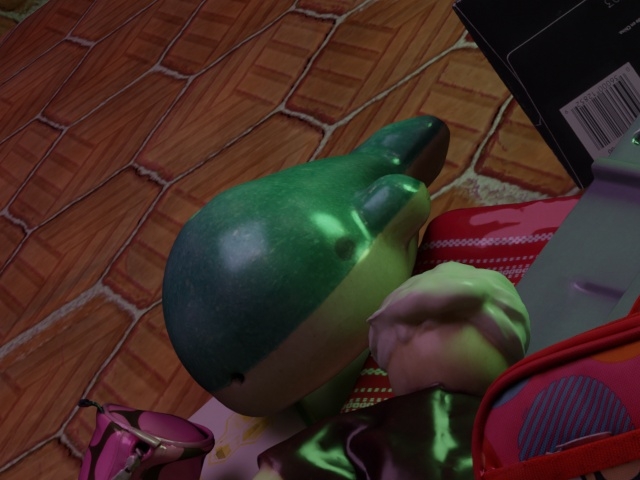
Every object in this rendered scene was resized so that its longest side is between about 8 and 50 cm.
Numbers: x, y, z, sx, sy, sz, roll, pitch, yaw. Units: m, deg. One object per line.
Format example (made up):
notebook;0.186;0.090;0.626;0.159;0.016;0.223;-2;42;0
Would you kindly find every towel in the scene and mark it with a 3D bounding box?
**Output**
towel;0.111;0.068;1.240;0.199;0.031;0.275;-7;39;35

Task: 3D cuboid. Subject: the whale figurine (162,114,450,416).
whale figurine;-0.010;-0.005;1.326;0.216;0.141;0.272;-37;14;49

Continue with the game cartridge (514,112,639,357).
game cartridge;0.184;0.071;1.076;0.355;0.068;0.230;-52;32;-18

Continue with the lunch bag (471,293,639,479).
lunch bag;0.210;0.108;0.795;0.293;0.120;0.258;-24;70;37

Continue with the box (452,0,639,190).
box;0.244;-0.168;1.297;0.247;0.163;0.142;-35;-3;16

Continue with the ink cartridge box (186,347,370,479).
ink cartridge box;-0.010;0.128;1.348;0.235;0.056;0.171;-43;23;2

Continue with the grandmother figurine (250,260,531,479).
grandmother figurine;0.053;0.150;0.968;0.104;0.208;0.342;103;178;-50

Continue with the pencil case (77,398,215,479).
pencil case;-0.143;0.212;1.259;0.098;0.095;0.209;-130;57;-82
